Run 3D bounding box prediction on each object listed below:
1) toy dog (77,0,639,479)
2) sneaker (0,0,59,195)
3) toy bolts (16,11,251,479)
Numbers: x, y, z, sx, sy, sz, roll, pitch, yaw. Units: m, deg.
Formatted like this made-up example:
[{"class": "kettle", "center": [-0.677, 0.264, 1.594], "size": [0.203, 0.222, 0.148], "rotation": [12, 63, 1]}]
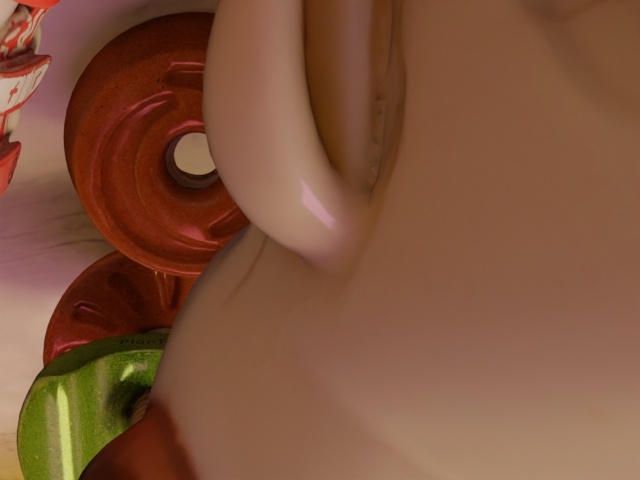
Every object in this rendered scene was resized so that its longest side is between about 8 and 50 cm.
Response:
[{"class": "toy dog", "center": [0.107, 0.014, 0.520], "size": [0.284, 0.395, 0.408], "rotation": [3, 144, -41]}, {"class": "sneaker", "center": [-0.070, -0.077, 0.433], "size": [0.090, 0.145, 0.270], "rotation": [11, 172, -33]}, {"class": "toy bolts", "center": [0.000, 0.000, 0.781], "size": [0.228, 0.158, 0.218], "rotation": [3, 112, -1]}]
